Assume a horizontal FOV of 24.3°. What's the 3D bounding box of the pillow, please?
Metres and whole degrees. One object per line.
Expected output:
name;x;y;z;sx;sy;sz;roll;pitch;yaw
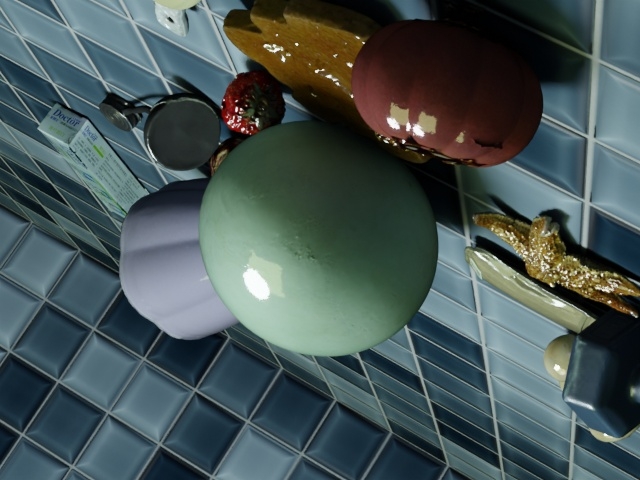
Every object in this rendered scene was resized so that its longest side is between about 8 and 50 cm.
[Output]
pillow;0.282;0.073;1.937;0.217;0.033;0.130;30;172;15

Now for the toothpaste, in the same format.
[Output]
toothpaste;-0.408;-0.136;2.735;0.081;0.067;0.336;27;165;25

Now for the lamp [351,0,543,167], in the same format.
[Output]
lamp;0.118;-0.141;1.349;0.182;0.140;0.182;19;180;0

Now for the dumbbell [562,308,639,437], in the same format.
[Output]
dumbbell;0.444;0.191;1.744;0.144;0.156;0.316;4;-170;-43

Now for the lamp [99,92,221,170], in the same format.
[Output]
lamp;-0.274;-0.169;2.205;0.130;0.108;0.371;45;163;-31

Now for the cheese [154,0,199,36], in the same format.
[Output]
cheese;-0.176;-0.289;1.664;0.127;0.050;0.235;31;166;5

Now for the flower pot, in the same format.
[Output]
flower pot;-0.158;0.016;2.341;0.265;0.265;0.243;38;155;-21

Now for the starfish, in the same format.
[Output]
starfish;0.282;0.028;1.767;0.227;0.043;0.240;33;172;10

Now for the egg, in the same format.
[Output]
egg;0.000;0.000;1.790;0.276;0.276;0.389;26;176;27

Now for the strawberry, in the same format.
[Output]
strawberry;-0.084;-0.170;1.827;0.083;0.083;0.096;36;171;-14

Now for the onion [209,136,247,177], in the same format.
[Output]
onion;-0.113;-0.098;2.132;0.107;0.097;0.107;45;145;46

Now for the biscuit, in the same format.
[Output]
biscuit;0.030;-0.184;1.574;0.278;0.043;0.301;35;167;-6

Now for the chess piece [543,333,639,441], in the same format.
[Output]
chess piece;0.377;0.194;2.070;0.170;0.094;0.094;49;161;-26
